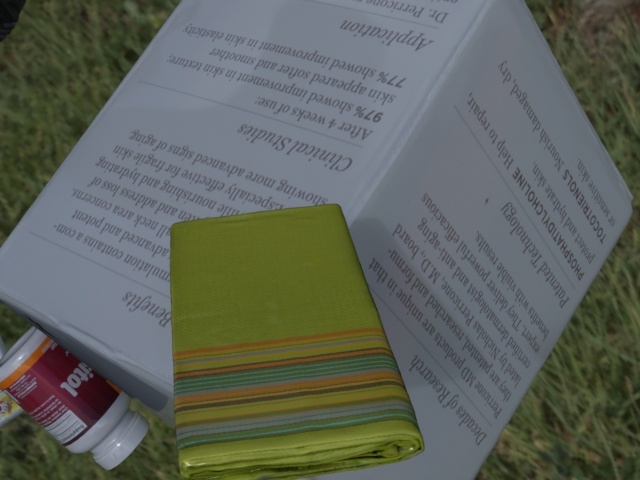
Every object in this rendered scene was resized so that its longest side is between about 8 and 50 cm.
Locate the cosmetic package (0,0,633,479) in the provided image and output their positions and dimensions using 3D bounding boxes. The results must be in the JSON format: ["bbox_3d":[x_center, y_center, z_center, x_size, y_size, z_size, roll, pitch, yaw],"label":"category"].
[{"bbox_3d":[0.000,0.000,1.084,0.329,0.327,0.394,21,72,42],"label":"cosmetic package"}]

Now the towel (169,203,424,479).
[{"bbox_3d":[-0.022,0.042,0.611,0.102,0.021,0.237,-6,26,-5],"label":"towel"}]

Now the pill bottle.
[{"bbox_3d":[-0.247,0.156,1.248,0.086,0.152,0.086,-42,13,12],"label":"pill bottle"}]

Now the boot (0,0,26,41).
[{"bbox_3d":[-0.265,-0.342,1.016,0.348,0.131,0.260,127,157,-56],"label":"boot"}]

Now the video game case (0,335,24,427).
[{"bbox_3d":[-0.532,0.189,1.759,0.206,0.026,0.227,-34,70,14],"label":"video game case"}]
